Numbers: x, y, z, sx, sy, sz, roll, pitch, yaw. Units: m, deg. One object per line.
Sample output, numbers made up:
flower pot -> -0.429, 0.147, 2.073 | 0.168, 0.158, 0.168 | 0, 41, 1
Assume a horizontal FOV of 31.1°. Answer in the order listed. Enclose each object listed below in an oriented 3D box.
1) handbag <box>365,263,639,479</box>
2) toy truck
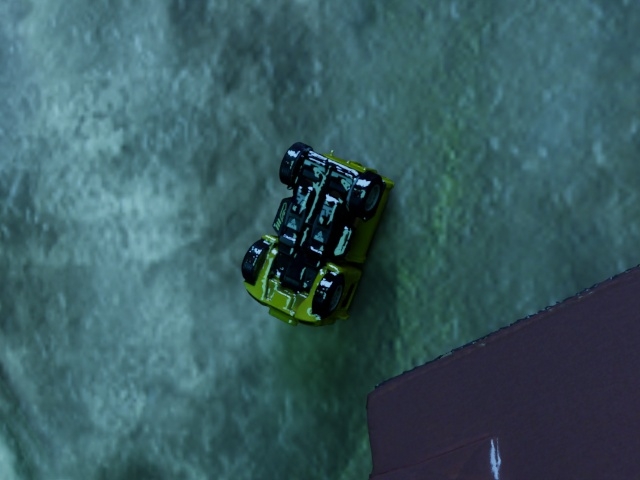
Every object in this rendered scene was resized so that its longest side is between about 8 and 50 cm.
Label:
handbag -> 0.141, 0.118, 0.414 | 0.275, 0.084, 0.260 | -30, 40, 22
toy truck -> 0.000, 0.000, 0.556 | 0.049, 0.054, 0.083 | 24, 99, 21
